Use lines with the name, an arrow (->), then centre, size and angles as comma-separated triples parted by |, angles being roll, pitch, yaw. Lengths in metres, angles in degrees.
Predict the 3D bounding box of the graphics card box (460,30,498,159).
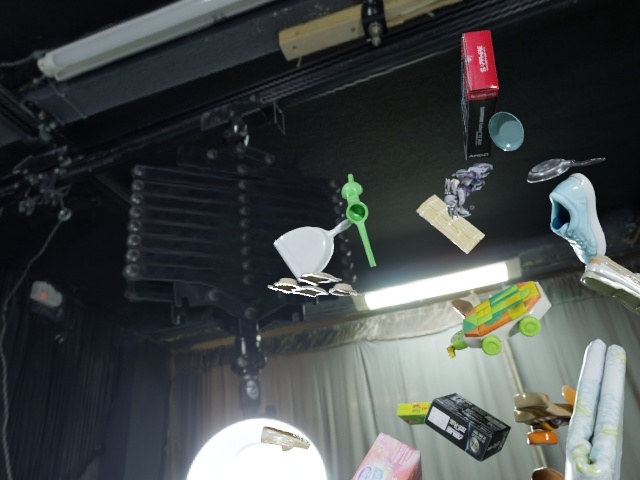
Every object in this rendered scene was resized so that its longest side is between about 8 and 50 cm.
graphics card box -> 0.513, -0.460, 1.617 | 0.094, 0.233, 0.371 | -4, -26, 12

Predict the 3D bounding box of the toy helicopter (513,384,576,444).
toy helicopter -> 0.647, 0.475, 1.372 | 0.235, 0.140, 0.355 | -19, -35, 33

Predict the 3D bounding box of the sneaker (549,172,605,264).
sneaker -> 0.864, -0.047, 1.707 | 0.150, 0.135, 0.366 | -29, -66, -3

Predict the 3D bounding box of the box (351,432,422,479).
box -> 0.169, 0.744, 1.438 | 0.142, 0.300, 0.154 | 17, -45, 31

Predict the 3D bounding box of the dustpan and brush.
dustpan and brush -> 0.000, 0.000, 1.315 | 0.211, 0.147, 0.060 | -39, -23, 6

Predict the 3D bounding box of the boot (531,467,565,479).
boot -> 0.539, 0.666, 1.243 | 0.220, 0.283, 0.109 | 14, -71, -6

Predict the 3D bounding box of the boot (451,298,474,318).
boot -> 0.628, 0.348, 2.086 | 0.073, 0.197, 0.152 | -29, -46, -26

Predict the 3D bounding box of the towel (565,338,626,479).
towel -> 0.547, 0.427, 0.989 | 0.090, 0.374, 0.320 | 3, -62, 34

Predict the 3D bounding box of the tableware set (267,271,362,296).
tableware set -> -0.012, 0.092, 0.969 | 0.168, 0.020, 0.141 | -13, -25, 41

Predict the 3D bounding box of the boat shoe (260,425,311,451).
boat shoe -> -0.115, 0.656, 1.609 | 0.170, 0.059, 0.063 | 19, -8, -2

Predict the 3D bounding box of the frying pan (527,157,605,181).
frying pan -> 1.100, -0.331, 2.274 | 0.197, 0.053, 0.326 | -34, 15, -21

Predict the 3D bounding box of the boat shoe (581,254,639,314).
boat shoe -> 0.981, 0.149, 1.542 | 0.302, 0.103, 0.113 | 31, -18, 6

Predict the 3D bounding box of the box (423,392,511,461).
box -> 0.402, 0.505, 1.354 | 0.180, 0.077, 0.147 | 26, 11, 39

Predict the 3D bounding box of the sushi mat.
sushi mat -> 0.610, -0.081, 2.324 | 0.151, 0.316, 0.019 | -38, -21, -25

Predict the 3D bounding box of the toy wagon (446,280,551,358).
toy wagon -> 0.523, 0.249, 1.498 | 0.344, 0.068, 0.267 | -34, 5, 21

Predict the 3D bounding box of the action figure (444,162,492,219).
action figure -> 0.538, -0.193, 1.835 | 0.099, 0.285, 0.185 | 21, -48, 30

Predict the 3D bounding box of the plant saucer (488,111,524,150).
plant saucer -> 0.546, -0.320, 1.438 | 0.021, 0.119, 0.119 | -31, -22, -23

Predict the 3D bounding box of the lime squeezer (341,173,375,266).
lime squeezer -> 0.091, -0.083, 1.308 | 0.059, 0.310, 0.110 | -9, -34, -5

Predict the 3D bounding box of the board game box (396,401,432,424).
board game box -> 0.366, 0.598, 1.706 | 0.181, 0.043, 0.092 | -18, -47, 36
